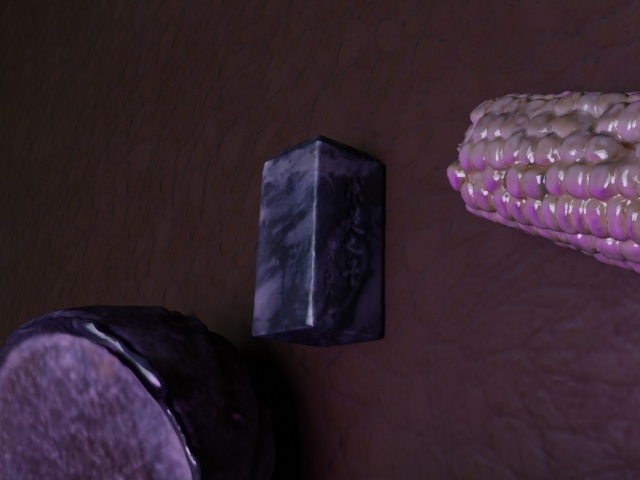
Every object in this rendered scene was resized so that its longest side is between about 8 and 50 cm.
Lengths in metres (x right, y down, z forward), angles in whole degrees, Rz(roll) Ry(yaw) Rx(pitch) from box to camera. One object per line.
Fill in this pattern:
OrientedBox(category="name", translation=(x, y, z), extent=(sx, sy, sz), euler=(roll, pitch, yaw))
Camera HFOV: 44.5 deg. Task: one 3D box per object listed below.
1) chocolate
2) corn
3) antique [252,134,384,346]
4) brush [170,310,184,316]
OrientedBox(category="chocolate", translation=(-0.154, 0.193, 0.750), extent=(0.303, 0.213, 0.303), euler=(6, 102, 31))
OrientedBox(category="corn", translation=(0.211, -0.033, 0.454), extent=(0.335, 0.127, 0.126), euler=(26, 99, 55))
OrientedBox(category="antique", translation=(0.000, 0.000, 0.720), extent=(0.086, 0.088, 0.183), euler=(-15, 67, 47))
OrientedBox(category="brush", translation=(-0.212, 0.236, 0.939), extent=(0.067, 0.072, 0.312), euler=(22, 93, 29))
